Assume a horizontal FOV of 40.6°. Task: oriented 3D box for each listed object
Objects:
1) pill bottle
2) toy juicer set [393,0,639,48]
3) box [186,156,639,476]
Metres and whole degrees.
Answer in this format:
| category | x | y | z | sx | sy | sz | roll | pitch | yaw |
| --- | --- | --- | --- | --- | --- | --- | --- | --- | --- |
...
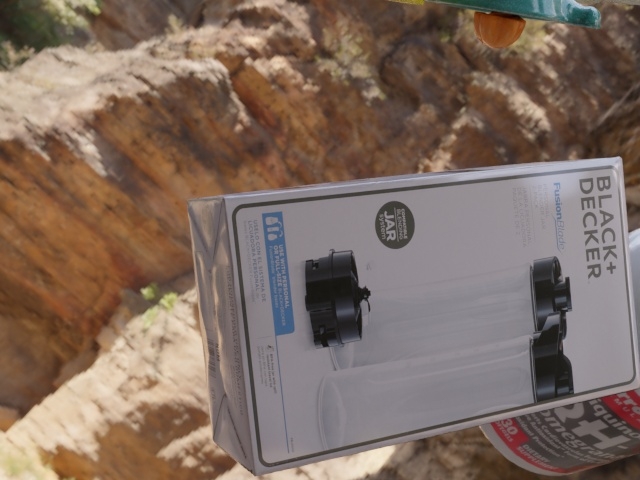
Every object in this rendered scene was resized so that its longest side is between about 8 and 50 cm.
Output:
| category | x | y | z | sx | sy | sz | roll | pitch | yaw |
| --- | --- | --- | --- | --- | --- | --- | --- | --- | --- |
| pill bottle | 0.279 | 0.092 | 0.758 | 0.176 | 0.176 | 0.318 | 42 | -34 | 0 |
| toy juicer set | 0.175 | -0.247 | 0.895 | 0.329 | 0.089 | 0.209 | 5 | 16 | -14 |
| box | 0.069 | 0.037 | 0.579 | 0.087 | 0.290 | 0.169 | -179 | -96 | -67 |
